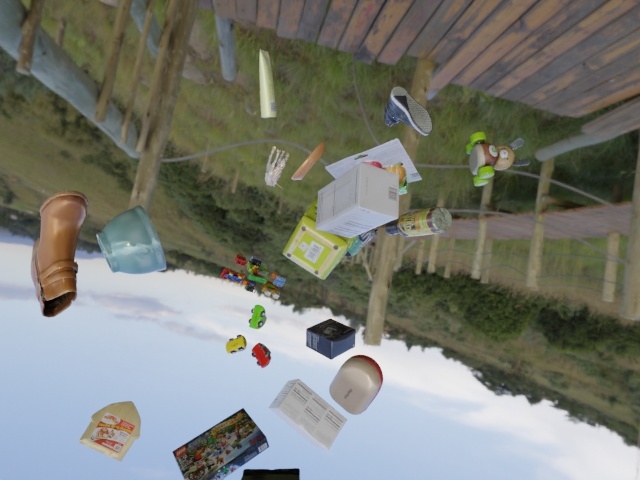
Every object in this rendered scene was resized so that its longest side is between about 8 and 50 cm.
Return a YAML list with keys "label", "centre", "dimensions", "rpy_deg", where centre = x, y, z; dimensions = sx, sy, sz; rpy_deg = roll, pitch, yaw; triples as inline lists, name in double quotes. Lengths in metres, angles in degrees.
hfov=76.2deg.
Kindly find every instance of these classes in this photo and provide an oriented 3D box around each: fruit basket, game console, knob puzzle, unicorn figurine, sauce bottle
- label: "fruit basket"
  centre: [0.239, -0.304, 1.792]
  dimensions: [0.327, 0.165, 0.353]
  rpy_deg: [-18, 148, 24]
- label: "game console"
  centre: [-0.104, 0.521, 0.855]
  dimensions: [0.122, 0.107, 0.071]
  rpy_deg: [0, -154, 0]
- label: "knob puzzle"
  centre: [-0.771, 0.699, 1.542]
  dimensions: [0.213, 0.213, 0.030]
  rpy_deg: [14, 166, -20]
- label: "unicorn figurine"
  centre: [-0.122, -0.194, 1.106]
  dimensions: [0.060, 0.111, 0.162]
  rpy_deg: [21, -167, -2]
- label: "sauce bottle"
  centre: [0.403, -0.069, 1.751]
  dimensions: [0.111, 0.111, 0.344]
  rpy_deg: [15, 168, -25]

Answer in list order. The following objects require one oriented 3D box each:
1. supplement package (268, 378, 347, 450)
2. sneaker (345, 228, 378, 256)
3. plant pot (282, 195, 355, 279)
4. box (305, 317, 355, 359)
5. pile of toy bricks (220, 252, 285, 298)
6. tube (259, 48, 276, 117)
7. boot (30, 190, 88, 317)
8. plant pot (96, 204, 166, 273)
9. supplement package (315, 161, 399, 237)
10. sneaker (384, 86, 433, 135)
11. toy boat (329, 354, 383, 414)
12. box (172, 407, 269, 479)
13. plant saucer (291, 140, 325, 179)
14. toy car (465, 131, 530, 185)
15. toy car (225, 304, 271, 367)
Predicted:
- label: "supplement package"
  centre: [-0.059, 0.722, 1.705]
  dimensions: [0.262, 0.145, 0.204]
  rpy_deg: [40, 153, 0]
- label: "sneaker"
  centre: [0.208, 0.015, 2.109]
  dimensions: [0.098, 0.083, 0.224]
  rpy_deg: [-7, 154, -41]
- label: "plant pot"
  centre: [0.000, 0.000, 1.568]
  dimensions: [0.227, 0.228, 0.207]
  rpy_deg: [33, -148, 1]
- label: "box"
  centre: [0.045, 0.425, 1.782]
  dimensions: [0.158, 0.093, 0.156]
  rpy_deg: [16, -159, 42]
- label: "pile of toy bricks"
  centre: [-0.217, 0.102, 1.355]
  dimensions: [0.212, 0.118, 0.105]
  rpy_deg: [24, -163, -27]
- label: "tube"
  centre: [-0.206, -0.594, 1.558]
  dimensions: [0.062, 0.240, 0.070]
  rpy_deg: [-12, -158, -28]
- label: "boot"
  centre: [-0.646, 0.035, 1.012]
  dimensions: [0.109, 0.283, 0.220]
  rpy_deg: [17, -143, -51]
- label: "plant pot"
  centre: [-0.794, 0.022, 1.691]
  dimensions: [0.196, 0.293, 0.293]
  rpy_deg: [-24, -166, -30]
- label: "supplement package"
  centre: [0.102, -0.110, 1.206]
  dimensions: [0.134, 0.139, 0.244]
  rpy_deg: [13, 161, -26]
- label: "sneaker"
  centre: [0.347, -0.486, 1.644]
  dimensions: [0.226, 0.086, 0.163]
  rpy_deg: [53, 163, 8]
- label: "toy boat"
  centre: [0.140, 0.484, 1.425]
  dimensions: [0.151, 0.231, 0.151]
  rpy_deg: [37, -142, 17]
- label: "box"
  centre: [-0.288, 0.602, 1.177]
  dimensions: [0.233, 0.044, 0.159]
  rpy_deg: [-24, -155, -29]
- label: "plant saucer"
  centre: [-0.042, -0.316, 1.652]
  dimensions: [0.037, 0.200, 0.200]
  rpy_deg: [40, 170, -7]
- label: "toy car"
  centre: [0.621, -0.292, 1.416]
  dimensions: [0.189, 0.155, 0.149]
  rpy_deg: [-9, 167, 7]
- label: "toy car"
  centre: [-0.260, 0.371, 1.636]
  dimensions: [0.239, 0.224, 0.053]
  rpy_deg: [9, 169, 34]
